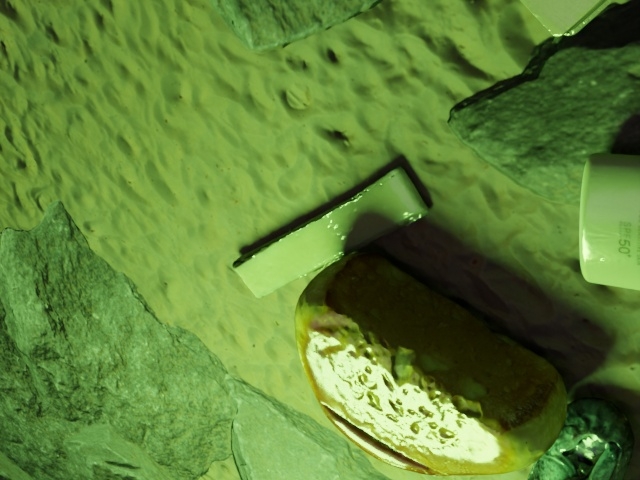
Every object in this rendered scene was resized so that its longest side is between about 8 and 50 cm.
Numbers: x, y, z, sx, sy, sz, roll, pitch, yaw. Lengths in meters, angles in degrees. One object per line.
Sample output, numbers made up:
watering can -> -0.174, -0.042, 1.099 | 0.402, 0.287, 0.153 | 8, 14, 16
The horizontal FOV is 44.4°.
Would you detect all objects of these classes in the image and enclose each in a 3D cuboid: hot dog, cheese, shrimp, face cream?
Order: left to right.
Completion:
cheese -> 0.002, 0.000, 1.234 | 0.400, 0.034, 0.085 | -29, 103, 43
hot dog -> 0.140, 0.207, 1.156 | 0.405, 0.185, 0.223 | 32, 130, 15
shrimp -> 0.336, 0.399, 1.098 | 0.137, 0.172, 0.372 | 14, 94, 34
face cream -> 0.470, -0.003, 0.867 | 0.348, 0.081, 0.173 | 10, 122, 31

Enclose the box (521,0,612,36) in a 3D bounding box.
box -> 0.277, -0.283, 0.847 | 0.089, 0.062, 0.122 | 48, 132, 1
